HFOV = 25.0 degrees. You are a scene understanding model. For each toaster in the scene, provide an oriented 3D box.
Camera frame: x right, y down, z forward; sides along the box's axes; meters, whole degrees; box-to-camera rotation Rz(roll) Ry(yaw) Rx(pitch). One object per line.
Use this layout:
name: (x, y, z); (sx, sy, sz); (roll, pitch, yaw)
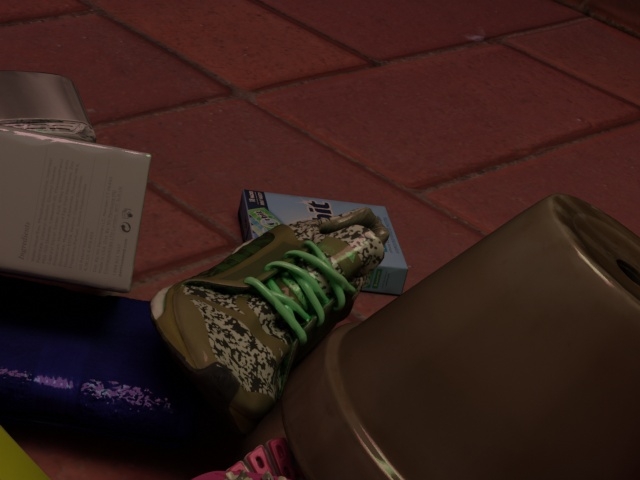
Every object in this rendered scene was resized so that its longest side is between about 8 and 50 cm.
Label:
toaster: (-0.370, -0.117, 1.695); (0.227, 0.129, 0.146); (-2, 33, -30)

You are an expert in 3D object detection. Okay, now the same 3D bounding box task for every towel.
towel: (-0.262, 0.113, 1.378); (0.308, 0.076, 0.227); (10, 20, -5)

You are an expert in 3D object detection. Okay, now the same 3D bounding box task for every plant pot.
plant pot: (0.176, 0.126, 1.209); (0.323, 0.280, 0.323); (34, 22, -16)

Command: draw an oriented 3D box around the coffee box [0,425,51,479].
coffee box: (-0.288, 0.268, 0.672); (0.337, 0.334, 0.338); (36, 14, 36)

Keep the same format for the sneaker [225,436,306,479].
sneaker: (-0.083, 0.233, 1.241); (0.170, 0.075, 0.063); (-28, 62, -22)

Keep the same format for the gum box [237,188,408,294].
gum box: (0.000, 0.000, 1.735); (0.184, 0.041, 0.157); (6, 28, -12)

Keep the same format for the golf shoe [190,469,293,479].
golf shoe: (0.015, 0.277, 1.032); (0.306, 0.140, 0.115); (27, 43, 23)

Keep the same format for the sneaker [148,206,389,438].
sneaker: (-0.030, 0.044, 1.387); (0.158, 0.182, 0.410); (50, 19, -5)

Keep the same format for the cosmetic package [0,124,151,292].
cosmetic package: (-0.291, -0.033, 1.410); (0.225, 0.138, 0.224); (9, -3, -10)
